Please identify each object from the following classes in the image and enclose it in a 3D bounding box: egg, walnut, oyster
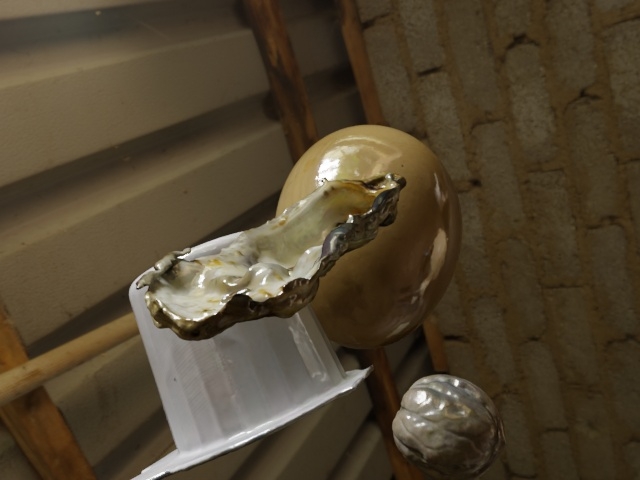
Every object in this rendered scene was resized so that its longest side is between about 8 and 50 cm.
[{"bbox_3d":[0.075,-0.009,0.950,0.301,0.300,0.374,38,-131,-47],"label":"egg"},{"bbox_3d":[0.260,0.378,1.190,0.224,0.224,0.224,14,-107,-55],"label":"walnut"},{"bbox_3d":[-0.002,0.000,0.493,0.345,0.128,0.079,-33,-70,-55],"label":"oyster"}]

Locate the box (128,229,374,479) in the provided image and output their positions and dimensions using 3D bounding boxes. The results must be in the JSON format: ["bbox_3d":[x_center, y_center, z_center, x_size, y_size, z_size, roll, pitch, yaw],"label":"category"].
[{"bbox_3d":[-0.121,0.121,0.669,0.291,0.262,0.207,-19,-99,-27],"label":"box"}]
